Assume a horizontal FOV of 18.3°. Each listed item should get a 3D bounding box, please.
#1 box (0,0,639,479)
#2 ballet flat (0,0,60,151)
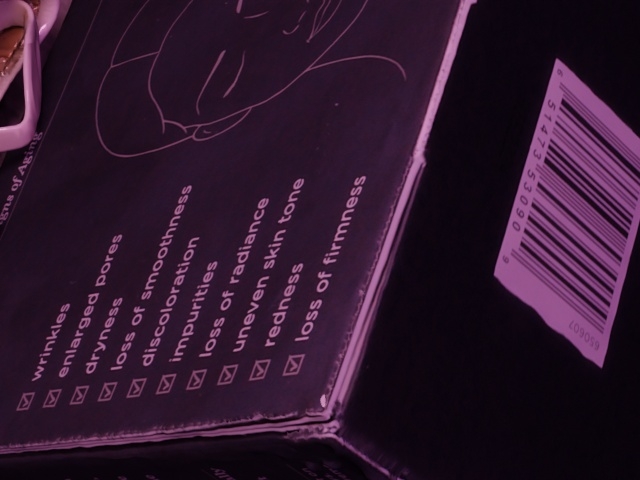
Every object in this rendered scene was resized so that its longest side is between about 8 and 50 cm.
[{"bbox_3d":[0.000,0.000,1.406,0.297,0.472,0.480,38,58,-35],"label":"box"},{"bbox_3d":[-0.282,-0.064,1.437,0.139,0.139,0.400,28,52,-19],"label":"ballet flat"}]
